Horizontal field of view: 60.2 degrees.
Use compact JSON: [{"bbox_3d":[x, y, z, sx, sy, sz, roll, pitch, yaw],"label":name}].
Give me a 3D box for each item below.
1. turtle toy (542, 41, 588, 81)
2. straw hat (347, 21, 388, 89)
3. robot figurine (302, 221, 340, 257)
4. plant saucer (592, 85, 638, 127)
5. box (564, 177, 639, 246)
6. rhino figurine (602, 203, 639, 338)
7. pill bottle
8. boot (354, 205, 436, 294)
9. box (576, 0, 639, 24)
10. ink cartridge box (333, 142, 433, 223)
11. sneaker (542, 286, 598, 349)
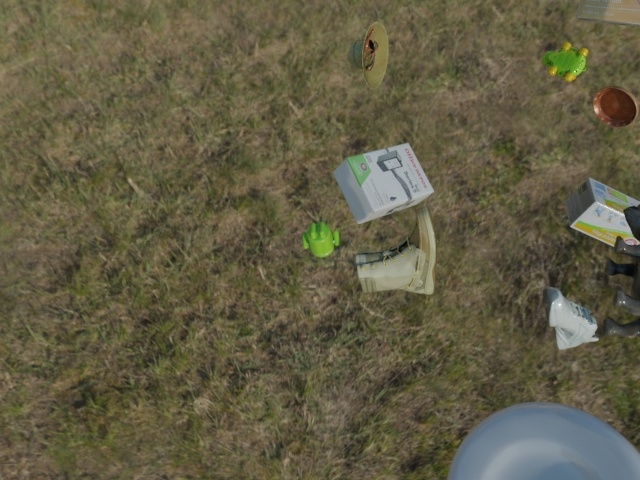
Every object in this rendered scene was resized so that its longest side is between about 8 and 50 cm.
[{"bbox_3d":[0.676,-0.494,1.533,0.130,0.066,0.095,36,106,31],"label":"turtle toy"},{"bbox_3d":[0.091,-0.396,1.174,0.061,0.144,0.144,12,63,24],"label":"straw hat"},{"bbox_3d":[0.000,0.000,1.482,0.101,0.115,0.067,-7,51,8],"label":"robot figurine"},{"bbox_3d":[0.544,-0.247,1.017,0.013,0.083,0.083,-39,71,-20],"label":"plant saucer"},{"bbox_3d":[0.797,-0.066,1.517,0.203,0.103,0.114,23,43,-8],"label":"box"},{"bbox_3d":[0.467,0.035,0.781,0.106,0.073,0.243,13,56,14],"label":"rhino figurine"},{"bbox_3d":[0.159,0.169,0.332,0.108,0.180,0.108,-20,53,30],"label":"pill bottle"},{"bbox_3d":[0.186,0.032,1.387,0.204,0.262,0.095,-1,40,8],"label":"boot"},{"bbox_3d":[0.542,-0.471,0.970,0.130,0.170,0.091,16,23,25],"label":"box"},{"bbox_3d":[0.210,-0.193,1.824,0.273,0.115,0.198,-20,79,-32],"label":"ink cartridge box"},{"bbox_3d":[0.354,0.106,0.782,0.061,0.152,0.053,-13,52,27],"label":"sneaker"}]
